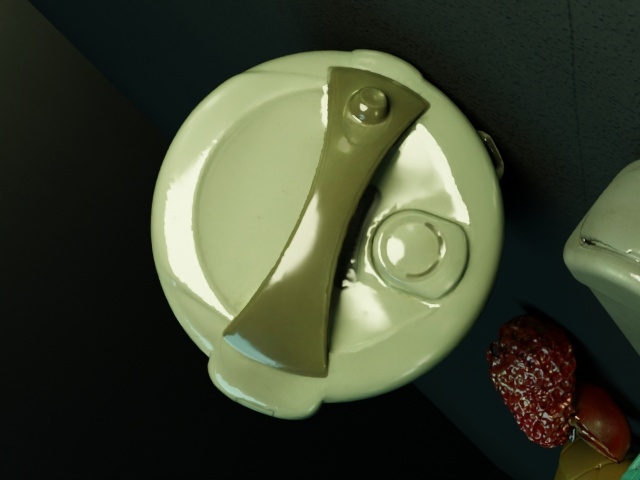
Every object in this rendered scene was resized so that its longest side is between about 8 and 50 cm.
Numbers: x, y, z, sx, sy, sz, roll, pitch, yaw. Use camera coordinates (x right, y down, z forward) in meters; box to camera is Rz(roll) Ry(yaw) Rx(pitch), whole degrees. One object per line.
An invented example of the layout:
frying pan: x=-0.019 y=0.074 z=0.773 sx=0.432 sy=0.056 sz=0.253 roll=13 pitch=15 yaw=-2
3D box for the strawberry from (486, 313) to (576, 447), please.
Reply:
strawberry: x=0.278 y=0.190 z=1.385 sx=0.121 sy=0.082 sz=0.188 roll=7 pitch=110 yaw=64

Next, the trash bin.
trash bin: x=0.280 y=0.046 z=0.746 sx=0.176 sy=0.101 sz=0.236 roll=32 pitch=171 yaw=43

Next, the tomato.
tomato: x=0.371 y=0.234 z=1.471 sx=0.155 sy=0.069 sz=0.155 roll=40 pitch=176 yaw=4

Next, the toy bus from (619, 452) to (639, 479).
toy bus: x=0.338 y=0.238 z=0.946 sx=0.128 sy=0.256 sz=0.147 roll=40 pitch=170 yaw=7

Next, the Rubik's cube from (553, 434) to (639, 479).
Rubik's cube: x=0.495 y=0.401 z=1.592 sx=0.254 sy=0.254 sz=0.254 roll=40 pitch=173 yaw=6

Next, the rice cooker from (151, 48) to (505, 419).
rice cooker: x=0.000 y=0.000 z=1.009 sx=0.335 sy=0.335 sz=0.325 roll=41 pitch=174 yaw=3
